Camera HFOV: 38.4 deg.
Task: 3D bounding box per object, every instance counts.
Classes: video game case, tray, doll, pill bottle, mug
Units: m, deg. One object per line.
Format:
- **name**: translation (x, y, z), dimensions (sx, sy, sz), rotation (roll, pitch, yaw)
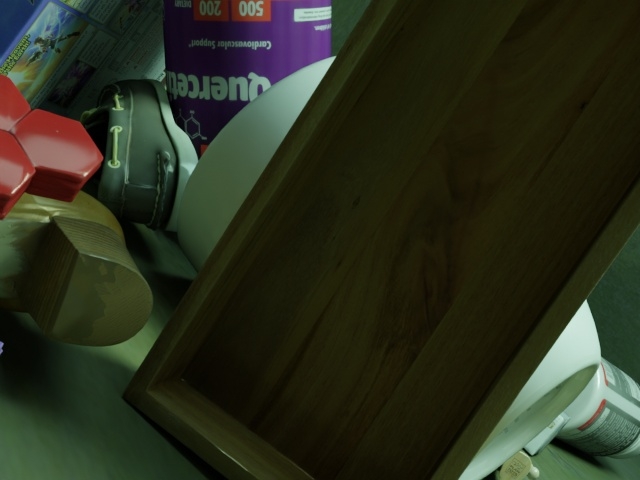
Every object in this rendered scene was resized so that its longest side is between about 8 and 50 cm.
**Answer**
- **video game case**: translation (-0.241, -0.252, 1.022), dimensions (0.061, 0.269, 0.244), rotation (43, 9, 18)
- **tray**: translation (0.072, -0.015, 0.575), dimensions (0.203, 0.411, 0.076), rotation (35, 9, 11)
- **doll**: translation (0.205, 0.244, 1.091), dimensions (0.129, 0.046, 0.189), rotation (30, 2, 3)
- **pill bottle**: translation (-0.078, -0.153, 1.009), dimensions (0.181, 0.323, 0.181), rotation (0, 16, 0)
- **pill bottle**: translation (0.469, 0.286, 1.604), dimensions (0.283, 0.161, 0.161), rotation (32, 11, -44)
- **mug**: translation (0.074, 0.066, 0.862), dimensions (0.328, 0.276, 0.374), rotation (49, -18, 25)

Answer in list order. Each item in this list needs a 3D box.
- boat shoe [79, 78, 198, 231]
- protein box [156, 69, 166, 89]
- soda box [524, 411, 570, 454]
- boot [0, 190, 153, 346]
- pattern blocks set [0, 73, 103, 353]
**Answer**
- **boat shoe**: translation (-0.204, -0.102, 0.950), dimensions (0.091, 0.109, 0.305), rotation (5, 24, -25)
- **protein box**: translation (-0.298, -0.254, 1.242), dimensions (0.201, 0.136, 0.200), rotation (37, 8, -13)
- **soda box**: translation (0.264, 0.219, 1.375), dimensions (0.216, 0.074, 0.069), rotation (43, 9, 24)
- **boot**: translation (-0.245, -0.029, 0.512), dimensions (0.295, 0.104, 0.211), rotation (24, 4, -35)
- **pattern blocks set**: translation (-0.255, -0.039, 0.309), dimensions (0.324, 0.026, 0.285), rotation (30, 37, -15)
